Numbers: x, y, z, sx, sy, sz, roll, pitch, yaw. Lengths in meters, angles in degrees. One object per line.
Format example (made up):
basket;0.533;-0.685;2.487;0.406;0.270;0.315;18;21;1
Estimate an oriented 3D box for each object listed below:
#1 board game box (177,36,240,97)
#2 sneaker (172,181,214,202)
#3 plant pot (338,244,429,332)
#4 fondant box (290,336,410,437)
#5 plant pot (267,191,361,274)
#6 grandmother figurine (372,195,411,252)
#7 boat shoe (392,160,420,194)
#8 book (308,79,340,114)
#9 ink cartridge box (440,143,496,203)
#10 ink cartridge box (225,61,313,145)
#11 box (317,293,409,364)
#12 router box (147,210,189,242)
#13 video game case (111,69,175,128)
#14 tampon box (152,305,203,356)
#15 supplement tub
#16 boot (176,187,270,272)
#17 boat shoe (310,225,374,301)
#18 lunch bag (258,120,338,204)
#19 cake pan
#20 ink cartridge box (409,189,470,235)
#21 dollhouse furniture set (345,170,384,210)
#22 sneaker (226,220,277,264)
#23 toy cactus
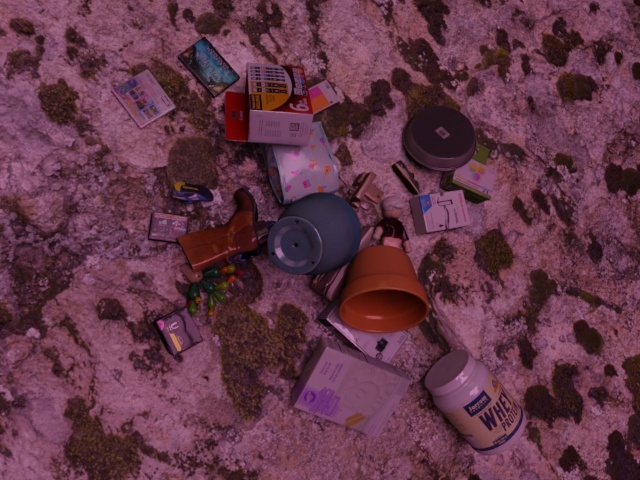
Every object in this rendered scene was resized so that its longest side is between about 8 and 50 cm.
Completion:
board game box;-0.391;-0.607;1.930;0.186;0.026;0.126;47;69;-8
sneaker;-0.427;-0.154;1.837;0.144;0.059;0.053;13;45;-34
plant pot;0.205;0.151;1.823;0.291;0.291;0.203;15;52;-18
fondant box;0.100;0.498;1.858;0.331;0.096;0.238;25;100;-14
plant pot;-0.036;-0.004;1.747;0.271;0.272;0.255;64;24;-1
grandmother figurine;0.262;-0.005;2.045;0.208;0.104;0.341;24;67;-51
boat shoe;0.342;-0.246;2.131;0.049;0.056;0.152;-40;96;-16
book;-0.010;-0.530;2.058;0.144;0.035;0.096;-32;91;-22
ink cartridge box;0.610;-0.303;2.218;0.189;0.097;0.255;21;76;-16
ink cartridge box;-0.180;-0.461;1.837;0.272;0.130;0.309;1;44;-12
box;0.154;0.309;1.959;0.290;0.087;0.169;42;70;-10
router box;-0.496;-0.040;1.797;0.123;0.038;0.091;9;79;-19
video game case;-0.590;-0.473;1.839;0.143;0.019;0.157;-39;97;-21
tampon box;-0.443;0.280;1.701;0.102;0.161;0.120;-27;91;-22
supplement tub;0.555;0.580;1.987;0.235;0.235;0.324;-44;98;-21
boot;-0.330;-0.038;1.806;0.281;0.096;0.264;-21;61;-12
boat shoe;0.084;0.064;1.960;0.097;0.116;0.324;25;67;21
lunch bag;-0.072;-0.263;1.927;0.224;0.160;0.262;-14;81;-23
cake pan;0.473;-0.409;2.149;0.294;0.054;0.292;1;65;-3
ink cartridge box;0.465;-0.110;2.140;0.203;0.086;0.148;-10;85;-21
dollhouse furniture set;0.182;-0.167;2.009;0.123;0.151;0.144;36;74;-12
sneaker;-0.214;0.013;1.856;0.221;0.087;0.083;-42;118;-23
toy cactus;-0.374;0.140;1.796;0.181;0.112;0.219;37;73;8
